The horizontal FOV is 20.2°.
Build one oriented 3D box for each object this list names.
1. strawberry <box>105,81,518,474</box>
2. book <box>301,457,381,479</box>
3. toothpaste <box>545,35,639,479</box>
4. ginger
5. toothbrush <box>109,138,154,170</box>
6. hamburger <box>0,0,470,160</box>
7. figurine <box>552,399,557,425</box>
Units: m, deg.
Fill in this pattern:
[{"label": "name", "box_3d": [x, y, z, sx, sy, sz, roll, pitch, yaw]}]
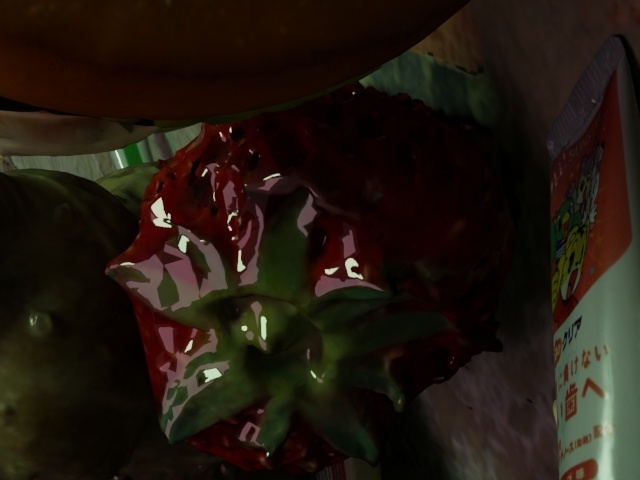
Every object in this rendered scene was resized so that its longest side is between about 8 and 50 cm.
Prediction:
[{"label": "strawberry", "box_3d": [0.000, 0.000, 0.846, 0.201, 0.184, 0.187, -89, -10, -55]}, {"label": "book", "box_3d": [-0.001, 0.141, 1.094, 0.232, 0.022, 0.162, 116, 149, -62]}, {"label": "toothpaste", "box_3d": [0.114, 0.042, 0.684, 0.089, 0.057, 0.234, 115, 156, -61]}, {"label": "ginger", "box_3d": [-0.117, 0.059, 0.964, 0.176, 0.375, 0.256, 12, 84, 27]}, {"label": "toothbrush", "box_3d": [-0.098, 0.029, 1.207, 0.040, 0.042, 0.418, 110, 143, -71]}, {"label": "hamburger", "box_3d": [-0.079, -0.187, 0.633, 0.250, 0.330, 0.330, -8, 102, 64]}, {"label": "figurine", "box_3d": [0.136, 0.093, 0.754, 0.083, 0.047, 0.050, 63, 149, 4]}]
